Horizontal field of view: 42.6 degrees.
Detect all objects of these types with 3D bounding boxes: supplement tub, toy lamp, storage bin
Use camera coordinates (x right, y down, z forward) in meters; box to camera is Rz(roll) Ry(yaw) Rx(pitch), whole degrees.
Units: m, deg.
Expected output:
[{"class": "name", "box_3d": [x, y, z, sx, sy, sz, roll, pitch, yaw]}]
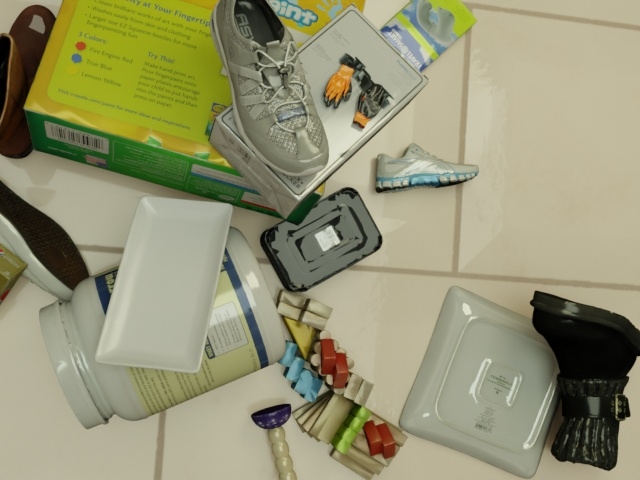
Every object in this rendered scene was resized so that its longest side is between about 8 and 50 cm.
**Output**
[{"class": "supplement tub", "box_3d": [-0.240, 0.136, 1.271, 0.325, 0.235, 0.235, -22, 91, -11]}, {"class": "toy lamp", "box_3d": [-0.052, 0.417, 1.374, 0.080, 0.080, 0.274, -14, 87, -11]}, {"class": "storage bin", "box_3d": [0.000, 0.000, 1.401, 0.180, 0.084, 0.122, -29, 92, -10]}]

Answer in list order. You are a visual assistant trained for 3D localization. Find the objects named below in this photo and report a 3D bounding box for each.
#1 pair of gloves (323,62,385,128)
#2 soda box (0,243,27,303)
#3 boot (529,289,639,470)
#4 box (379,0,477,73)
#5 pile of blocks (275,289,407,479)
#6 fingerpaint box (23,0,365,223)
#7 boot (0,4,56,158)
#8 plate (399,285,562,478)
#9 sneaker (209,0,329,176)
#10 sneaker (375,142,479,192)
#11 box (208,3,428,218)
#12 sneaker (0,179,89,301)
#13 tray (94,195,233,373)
[{"class": "pair of gloves", "box_3d": [0.048, -0.205, 1.158, 0.083, 0.010, 0.074, 31, 68, -5]}, {"class": "soda box", "box_3d": [-0.531, 0.091, 1.267, 0.061, 0.058, 0.181, 39, 114, -6]}, {"class": "boot", "box_3d": [0.435, 0.245, 1.381, 0.348, 0.131, 0.260, 28, 80, -42]}, {"class": "box", "box_3d": [0.182, -0.375, 1.475, 0.178, 0.042, 0.109, -44, 95, -10]}, {"class": "pile of blocks", "box_3d": [0.015, 0.249, 1.376, 0.149, 0.112, 0.362, -32, 93, -11]}, {"class": "fingerpaint box", "box_3d": [-0.187, -0.271, 1.306, 0.445, 0.163, 0.371, 15, 70, -10]}, {"class": "boot", "box_3d": [-0.463, -0.262, 1.227, 0.096, 0.280, 0.264, 19, 84, -9]}, {"class": "plate", "box_3d": [0.314, 0.256, 1.466, 0.277, 0.045, 0.278, 23, 83, -9]}, {"class": "sneaker", "box_3d": [-0.070, -0.213, 1.073, 0.105, 0.115, 0.281, -24, 81, -20]}, {"class": "sneaker", "box_3d": [0.188, -0.134, 1.452, 0.191, 0.071, 0.082, -5, 82, -11]}, {"class": "box", "box_3d": [0.000, -0.190, 1.194, 0.169, 0.087, 0.290, 44, 68, 1]}, {"class": "sneaker", "box_3d": [-0.500, 0.003, 1.318, 0.123, 0.106, 0.290, -37, 105, 25]}, {"class": "tray", "box_3d": [-0.214, 0.060, 1.160, 0.145, 0.030, 0.270, 5, 60, 5]}]
